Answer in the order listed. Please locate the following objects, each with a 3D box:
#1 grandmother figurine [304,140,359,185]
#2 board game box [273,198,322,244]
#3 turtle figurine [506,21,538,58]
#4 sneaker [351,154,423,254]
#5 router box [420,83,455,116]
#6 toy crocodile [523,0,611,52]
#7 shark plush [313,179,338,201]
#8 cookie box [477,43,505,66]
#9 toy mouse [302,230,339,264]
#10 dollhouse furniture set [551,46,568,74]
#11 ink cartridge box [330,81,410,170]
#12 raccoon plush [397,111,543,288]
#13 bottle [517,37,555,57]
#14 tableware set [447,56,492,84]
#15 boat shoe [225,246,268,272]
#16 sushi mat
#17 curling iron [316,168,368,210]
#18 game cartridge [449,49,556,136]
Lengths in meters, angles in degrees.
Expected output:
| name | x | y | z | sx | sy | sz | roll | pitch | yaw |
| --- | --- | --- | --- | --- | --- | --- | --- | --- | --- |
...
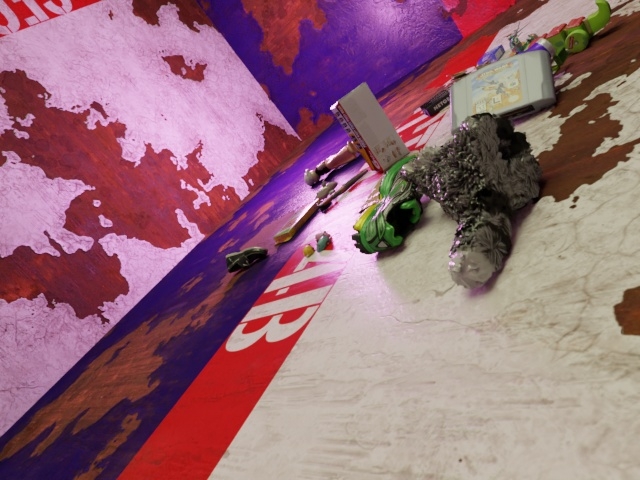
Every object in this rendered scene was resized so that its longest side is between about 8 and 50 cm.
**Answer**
| name | x | y | z | sx | sy | sz | roll | pitch | yaw |
| --- | --- | --- | --- | --- | --- | --- | --- | --- | --- |
| grandmother figurine | 0.045 | -0.391 | 2.446 | 0.342 | 0.104 | 0.208 | -32 | -10 | 32 |
| board game box | -0.104 | -0.080 | 2.035 | 0.124 | 0.039 | 0.259 | -18 | 29 | 51 |
| turtle figurine | 0.751 | -0.733 | 1.817 | 0.234 | 0.118 | 0.175 | -49 | -2 | 20 |
| sneaker | 0.229 | -0.098 | 1.256 | 0.146 | 0.134 | 0.343 | -5 | 46 | 51 |
| router box | 0.539 | -0.625 | 2.094 | 0.179 | 0.046 | 0.133 | -34 | 17 | 12 |
| toy crocodile | 0.793 | -0.668 | 1.573 | 0.115 | 0.105 | 0.341 | -48 | 19 | -29 |
| shark plush | 0.017 | -0.201 | 2.117 | 0.161 | 0.073 | 0.067 | -56 | -8 | 15 |
| cookie box | 0.783 | -0.842 | 2.163 | 0.092 | 0.040 | 0.107 | -15 | 28 | 53 |
| toy mouse | 0.000 | 0.000 | 1.601 | 0.143 | 0.031 | 0.161 | -32 | 18 | 21 |
| dollhouse furniture set | 0.709 | -0.558 | 1.510 | 0.058 | 0.076 | 0.152 | -49 | 20 | -26 |
| ink cartridge box | 0.183 | -0.432 | 1.847 | 0.130 | 0.309 | 0.272 | -35 | 10 | 0 |
| raccoon plush | 0.259 | -0.085 | 1.016 | 0.446 | 0.216 | 0.299 | -50 | 12 | -33 |
| bottle | 0.593 | -0.495 | 1.465 | 0.283 | 0.092 | 0.118 | -45 | 40 | 15 |
| tableware set | 0.672 | -0.762 | 2.107 | 0.194 | 0.039 | 0.128 | -10 | 24 | 36 |
| boat shoe | -0.310 | 0.082 | 2.001 | 0.233 | 0.084 | 0.079 | -18 | 63 | 34 |
| sushi mat | 0.244 | -0.205 | 1.651 | 0.151 | 0.019 | 0.316 | -25 | 21 | 42 |
| curling iron | 0.089 | -0.218 | 1.984 | 0.274 | 0.035 | 0.068 | -40 | 17 | -3 |
| game cartridge | 0.525 | -0.438 | 1.393 | 0.297 | 0.062 | 0.197 | -14 | 65 | 37 |
